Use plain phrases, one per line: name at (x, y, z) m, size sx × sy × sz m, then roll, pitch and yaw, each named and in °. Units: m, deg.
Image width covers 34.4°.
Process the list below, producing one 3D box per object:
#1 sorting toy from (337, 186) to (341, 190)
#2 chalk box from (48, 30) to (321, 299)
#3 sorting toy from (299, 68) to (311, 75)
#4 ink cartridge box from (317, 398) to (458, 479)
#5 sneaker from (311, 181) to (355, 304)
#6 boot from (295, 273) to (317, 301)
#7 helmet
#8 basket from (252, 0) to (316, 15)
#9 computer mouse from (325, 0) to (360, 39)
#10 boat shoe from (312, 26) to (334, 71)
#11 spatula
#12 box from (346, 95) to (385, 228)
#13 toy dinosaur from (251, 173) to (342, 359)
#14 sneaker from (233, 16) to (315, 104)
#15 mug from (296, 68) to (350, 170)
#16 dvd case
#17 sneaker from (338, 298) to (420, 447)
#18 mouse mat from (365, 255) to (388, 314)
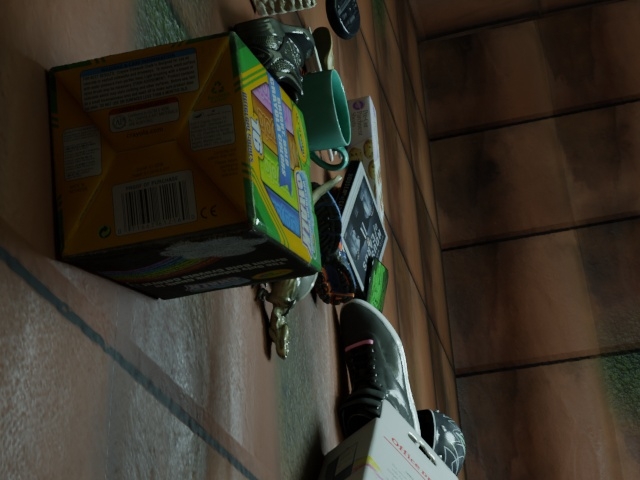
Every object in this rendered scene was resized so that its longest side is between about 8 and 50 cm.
sorting toy at (0.061, -0.069, 2.082) m, size 0.083 × 0.045 × 0.075 m, roll 5°, pitch 86°, yaw -67°
chalk box at (-0.110, -0.052, 0.993) m, size 0.289 × 0.180 × 0.179 m, roll 40°, pitch 41°, yaw -73°
sorting toy at (-0.018, -0.267, 1.874) m, size 0.102 × 0.042 × 0.061 m, roll 65°, pitch 20°, yaw -51°
ink cartridge box at (0.097, 0.405, 1.509) m, size 0.207 × 0.119 × 0.353 m, roll 48°, pitch 19°, yaw -7°
sneaker at (0.000, 0.000, 1.705) m, size 0.087 × 0.083 × 0.221 m, roll -105°, pitch -176°, yaw -60°
boot at (-0.049, -0.044, 1.492) m, size 0.208 × 0.076 × 0.190 m, roll 59°, pitch 38°, yaw -42°
helmet at (0.211, 0.422, 2.073) m, size 0.169 × 0.161 × 0.169 m, roll -10°, pitch 90°, yaw -78°
basket at (-0.070, -0.452, 1.637) m, size 0.103 × 0.113 × 0.167 m, roll -82°, pitch 159°, yaw -44°
computer mouse at (0.008, -0.428, 1.649) m, size 0.071 × 0.041 × 0.242 m, roll -56°, pitch 138°, yaw -39°
boat shoe at (0.002, -0.352, 2.029) m, size 0.045 × 0.050 × 0.135 m, roll 52°, pitch 41°, yaw -71°
spatula at (0.004, -0.266, 1.912) m, size 0.168 × 0.019 × 0.242 m, roll -173°, pitch -112°, yaw -82°
box at (0.094, -0.166, 2.243) m, size 0.063 × 0.067 × 0.324 m, roll 61°, pitch 23°, yaw -56°
toy dinosaur at (-0.041, 0.024, 1.398) m, size 0.268 × 0.064 × 0.118 m, roll -71°, pitch 160°, yaw -2°
sneaker at (-0.062, -0.267, 1.590) m, size 0.227 × 0.087 × 0.130 m, roll -24°, pitch 106°, yaw -74°
mug at (-0.010, -0.202, 1.734) m, size 0.129 × 0.097 × 0.158 m, roll 46°, pitch 36°, yaw -69°
dvd case at (0.075, -0.011, 2.025) m, size 0.239 × 0.029 × 0.179 m, roll 66°, pitch 34°, yaw -46°
sneaker at (0.083, 0.243, 1.792) m, size 0.147 × 0.104 × 0.296 m, roll 1°, pitch 70°, yaw -63°
mouse mat at (0.109, 0.136, 2.085) m, size 0.152 × 0.007 × 0.190 m, roll 42°, pitch 55°, yaw -69°
